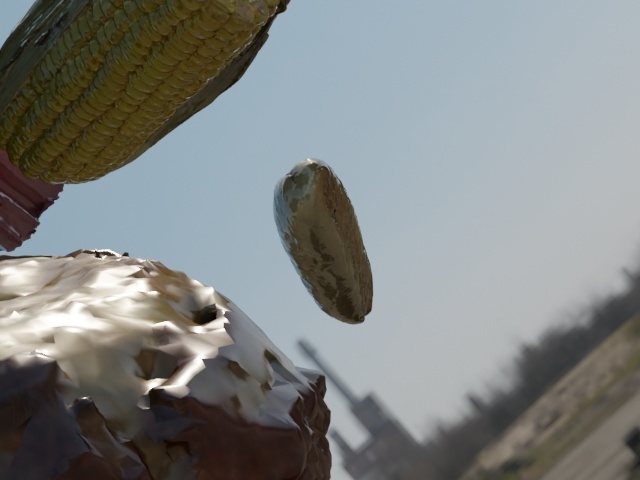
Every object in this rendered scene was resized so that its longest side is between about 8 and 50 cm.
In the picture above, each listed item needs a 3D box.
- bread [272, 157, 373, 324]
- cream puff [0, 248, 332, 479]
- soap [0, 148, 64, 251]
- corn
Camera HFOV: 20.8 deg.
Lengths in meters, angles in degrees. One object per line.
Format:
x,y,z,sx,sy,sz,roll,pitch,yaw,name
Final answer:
0.001,0.000,1.326,0.214,0.053,0.073,65,-151,-59,bread
-0.159,0.135,0.686,0.350,0.228,0.350,-11,9,2,cream puff
-0.294,-0.082,1.315,0.099,0.162,0.250,-20,-36,22,soap
-0.129,-0.138,1.185,0.122,0.123,0.305,-25,-6,-43,corn
